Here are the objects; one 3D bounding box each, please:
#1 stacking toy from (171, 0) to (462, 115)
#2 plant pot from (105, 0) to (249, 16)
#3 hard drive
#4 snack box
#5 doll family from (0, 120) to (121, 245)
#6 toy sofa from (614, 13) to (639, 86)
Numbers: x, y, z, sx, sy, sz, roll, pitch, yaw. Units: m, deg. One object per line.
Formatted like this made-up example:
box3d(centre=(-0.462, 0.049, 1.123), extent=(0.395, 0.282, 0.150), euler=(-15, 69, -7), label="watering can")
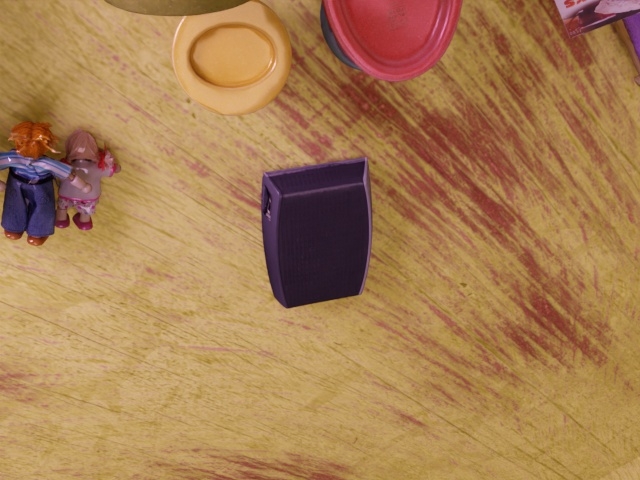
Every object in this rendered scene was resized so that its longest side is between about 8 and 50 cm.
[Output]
box3d(centre=(-0.017, -0.297, 0.650), extent=(0.309, 0.130, 0.279), euler=(-10, 117, -10), label="stacking toy")
box3d(centre=(-0.114, -0.323, 0.417), extent=(0.275, 0.274, 0.293), euler=(-7, 132, -11), label="plant pot")
box3d(centre=(0.000, 0.000, 0.936), extent=(0.172, 0.054, 0.254), euler=(-9, 132, -10), label="hard drive")
box3d(centre=(0.350, -0.280, 0.658), extent=(0.178, 0.022, 0.064), euler=(-15, 140, 32), label="snack box")
box3d(centre=(-0.370, -0.072, 0.713), extent=(0.263, 0.118, 0.163), euler=(5, 128, -22), label="doll family")
box3d(centre=(0.439, -0.303, 0.732), extent=(0.150, 0.177, 0.363), euler=(-38, 131, 17), label="toy sofa")
